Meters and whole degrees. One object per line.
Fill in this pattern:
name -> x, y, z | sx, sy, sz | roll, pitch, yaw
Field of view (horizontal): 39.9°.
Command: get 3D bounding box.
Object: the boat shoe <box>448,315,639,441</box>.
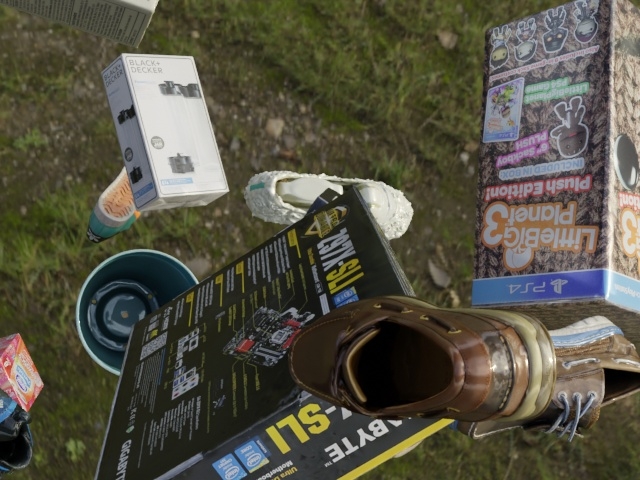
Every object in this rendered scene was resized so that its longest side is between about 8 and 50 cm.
boat shoe -> 0.171, 0.104, 0.631 | 0.183, 0.066, 0.066 | -17, 44, -33

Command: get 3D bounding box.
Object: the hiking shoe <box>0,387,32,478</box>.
hiking shoe -> -0.501, 0.322, 1.323 | 0.132, 0.304, 0.113 | 30, 50, 9

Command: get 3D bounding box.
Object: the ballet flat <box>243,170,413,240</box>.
ballet flat -> 0.041, -0.078, 1.891 | 0.409, 0.147, 0.146 | 5, 55, -24

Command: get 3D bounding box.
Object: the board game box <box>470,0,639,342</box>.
board game box -> 0.282, -0.057, 0.879 | 0.232, 0.141, 0.290 | 16, 73, -41

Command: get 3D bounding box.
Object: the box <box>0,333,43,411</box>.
box -> -0.692, 0.291, 1.706 | 0.257, 0.128, 0.122 | -17, 18, 5

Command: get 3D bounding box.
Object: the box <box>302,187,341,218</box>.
box -> 0.000, 0.000, 1.561 | 0.093, 0.156, 0.158 | 33, 101, 1

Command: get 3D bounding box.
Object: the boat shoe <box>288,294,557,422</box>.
boat shoe -> 0.032, 0.059, 0.445 | 0.060, 0.178, 0.064 | 3, 84, -35

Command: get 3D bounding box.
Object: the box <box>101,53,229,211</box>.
box -> -0.300, -0.210, 1.699 | 0.169, 0.087, 0.289 | -7, 77, -42

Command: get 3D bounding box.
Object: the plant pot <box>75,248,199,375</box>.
plant pot -> -0.418, 0.166, 1.955 | 0.272, 0.255, 0.271 | 3, 83, -22

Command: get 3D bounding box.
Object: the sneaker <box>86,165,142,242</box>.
sneaker -> -0.458, -0.101, 2.073 | 0.108, 0.121, 0.302 | 42, 36, -6

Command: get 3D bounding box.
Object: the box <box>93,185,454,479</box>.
box -> -0.042, 0.093, 0.703 | 0.257, 0.079, 0.322 | -30, 19, 4

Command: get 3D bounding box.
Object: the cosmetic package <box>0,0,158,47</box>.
cosmetic package -> -0.344, -0.361, 1.088 | 0.296, 0.153, 0.129 | 15, 80, -19

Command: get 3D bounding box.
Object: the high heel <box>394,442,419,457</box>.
high heel -> 0.032, 0.236, 1.296 | 0.181, 0.127, 0.377 | 29, 17, 36
